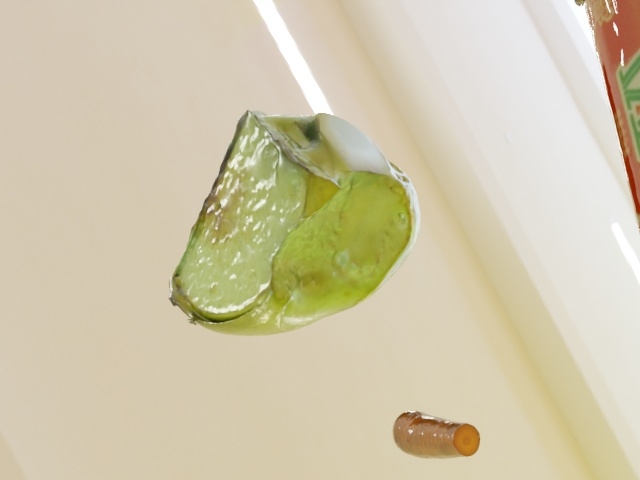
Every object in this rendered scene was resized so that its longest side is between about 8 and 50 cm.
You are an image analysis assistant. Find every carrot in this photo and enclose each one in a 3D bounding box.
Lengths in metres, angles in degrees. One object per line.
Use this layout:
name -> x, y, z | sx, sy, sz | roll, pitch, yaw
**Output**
carrot -> 0.076, 0.131, 0.533 | 0.032, 0.093, 0.032 | 3, -100, -19

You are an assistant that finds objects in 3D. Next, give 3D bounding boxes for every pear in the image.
pear -> 0.000, 0.000, 0.972 | 0.281, 0.287, 0.176 | 7, -154, -46

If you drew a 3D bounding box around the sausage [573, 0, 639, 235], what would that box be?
sausage -> 0.169, -0.001, 0.321 | 0.083, 0.083, 0.264 | 11, -114, -48
